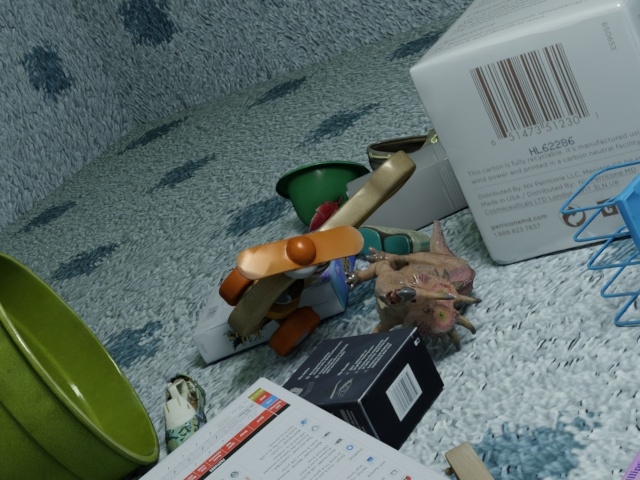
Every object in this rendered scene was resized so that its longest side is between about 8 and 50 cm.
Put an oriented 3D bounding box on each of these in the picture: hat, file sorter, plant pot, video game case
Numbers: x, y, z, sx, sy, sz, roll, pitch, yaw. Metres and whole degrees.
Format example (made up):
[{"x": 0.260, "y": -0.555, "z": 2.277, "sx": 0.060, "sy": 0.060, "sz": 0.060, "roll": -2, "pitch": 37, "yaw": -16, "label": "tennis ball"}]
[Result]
[{"x": 0.010, "y": -0.032, "z": 2.419, "sx": 0.208, "sy": 0.184, "sz": 0.173, "roll": 0, "pitch": -23, "yaw": -30, "label": "hat"}, {"x": 0.374, "y": 0.002, "z": 1.548, "sx": 0.104, "sy": 0.170, "sz": 0.118, "roll": -11, "pitch": 23, "yaw": 48, "label": "file sorter"}, {"x": -0.471, "y": 0.265, "z": 1.804, "sx": 0.353, "sy": 0.366, "sz": 0.366, "roll": -39, "pitch": 17, "yaw": 2, "label": "plant pot"}, {"x": -0.067, "y": 0.080, "z": 2.143, "sx": 0.244, "sy": 0.061, "sz": 0.269, "roll": -23, "pitch": 18, "yaw": 15, "label": "video game case"}]

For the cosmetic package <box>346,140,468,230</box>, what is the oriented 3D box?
[{"x": 0.168, "y": -0.089, "z": 2.224, "sx": 0.238, "sy": 0.107, "sz": 0.127, "roll": -27, "pitch": 17, "yaw": 9, "label": "cosmetic package"}]

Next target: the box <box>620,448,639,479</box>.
[{"x": 0.340, "y": 0.242, "z": 0.993, "sx": 0.243, "sy": 0.117, "sz": 0.213, "roll": -9, "pitch": 25, "yaw": 42, "label": "box"}]

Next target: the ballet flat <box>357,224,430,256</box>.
[{"x": 0.117, "y": 0.004, "z": 2.129, "sx": 0.052, "sy": 0.057, "sz": 0.168, "roll": -11, "pitch": 13, "yaw": -33, "label": "ballet flat"}]

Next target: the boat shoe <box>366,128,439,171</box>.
[{"x": 0.211, "y": -0.158, "z": 2.369, "sx": 0.305, "sy": 0.091, "sz": 0.109, "roll": -11, "pitch": 23, "yaw": 41, "label": "boat shoe"}]

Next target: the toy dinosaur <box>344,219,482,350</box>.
[{"x": 0.148, "y": 0.066, "z": 1.777, "sx": 0.200, "sy": 0.127, "sz": 0.295, "roll": -13, "pitch": 18, "yaw": 38, "label": "toy dinosaur"}]

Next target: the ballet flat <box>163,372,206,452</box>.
[{"x": -0.199, "y": 0.241, "z": 1.866, "sx": 0.070, "sy": 0.070, "sz": 0.188, "roll": -27, "pitch": 17, "yaw": 1, "label": "ballet flat"}]

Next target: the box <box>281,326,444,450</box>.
[{"x": 0.041, "y": 0.192, "z": 1.610, "sx": 0.158, "sy": 0.093, "sz": 0.156, "roll": -11, "pitch": 24, "yaw": 39, "label": "box"}]

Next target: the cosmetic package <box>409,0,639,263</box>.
[{"x": 0.392, "y": -0.223, "z": 1.901, "sx": 0.329, "sy": 0.327, "sz": 0.394, "roll": -14, "pitch": 22, "yaw": 35, "label": "cosmetic package"}]

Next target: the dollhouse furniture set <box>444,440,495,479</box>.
[{"x": 0.120, "y": 0.287, "z": 1.128, "sx": 0.123, "sy": 0.151, "sz": 0.144, "roll": -27, "pitch": 15, "yaw": -2, "label": "dollhouse furniture set"}]

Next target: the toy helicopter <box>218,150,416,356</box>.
[{"x": 0.000, "y": 0.000, "z": 1.878, "sx": 0.355, "sy": 0.140, "sz": 0.235, "roll": -45, "pitch": -11, "yaw": -3, "label": "toy helicopter"}]

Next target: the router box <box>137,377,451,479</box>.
[{"x": -0.060, "y": 0.309, "z": 1.254, "sx": 0.301, "sy": 0.082, "sz": 0.335, "roll": 24, "pitch": 49, "yaw": 38, "label": "router box"}]
